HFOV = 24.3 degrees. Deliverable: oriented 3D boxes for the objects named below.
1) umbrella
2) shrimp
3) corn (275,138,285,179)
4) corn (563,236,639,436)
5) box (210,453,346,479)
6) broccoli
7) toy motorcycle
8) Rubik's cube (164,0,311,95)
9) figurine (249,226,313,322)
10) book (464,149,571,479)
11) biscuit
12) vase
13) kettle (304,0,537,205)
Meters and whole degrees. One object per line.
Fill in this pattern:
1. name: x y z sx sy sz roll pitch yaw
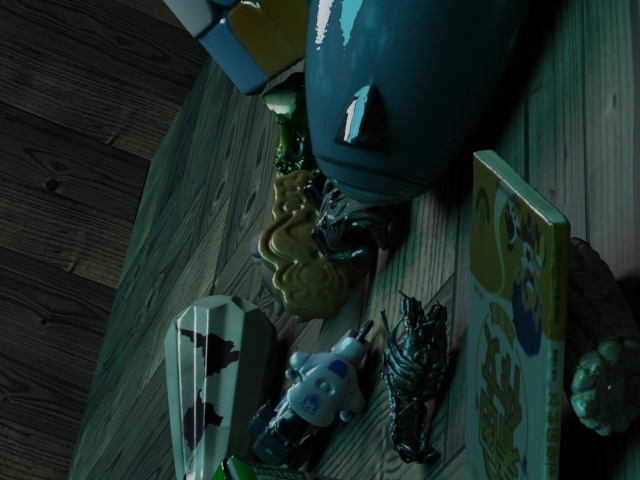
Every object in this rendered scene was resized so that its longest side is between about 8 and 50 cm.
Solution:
1. umbrella: 0.053 -0.117 1.883 0.113 0.106 0.357 -25 32 30
2. shrimp: 0.085 0.137 1.463 0.076 0.082 0.174 -35 43 58
3. corn: 0.010 -0.199 2.216 0.101 0.101 0.291 -90 23 -56
4. corn: 0.204 0.066 1.130 0.087 0.087 0.211 -64 18 17
5. box: 0.000 0.287 1.209 0.180 0.250 0.103 -61 31 17
6. broccoli: 0.003 -0.168 2.076 0.195 0.156 0.195 -22 48 27
7. toy motorcycle: -0.012 0.188 1.727 0.221 0.102 0.150 -54 -1 36
8. Rubik's cube: -0.032 -0.448 1.962 0.347 0.344 0.346 -45 12 -23
9. figurine: -0.027 0.031 1.937 0.125 0.125 0.138 -81 -25 -42
10. book: 0.149 0.096 1.150 0.208 0.020 0.295 -120 28 -70
11. biscuit: -0.004 0.000 1.861 0.236 0.144 0.040 -82 -5 -45
12. vase: -0.141 0.243 2.013 0.360 0.165 0.165 -89 24 -45
13. kettle: 0.107 -0.206 1.669 0.319 0.247 0.342 -6 -68 -71
